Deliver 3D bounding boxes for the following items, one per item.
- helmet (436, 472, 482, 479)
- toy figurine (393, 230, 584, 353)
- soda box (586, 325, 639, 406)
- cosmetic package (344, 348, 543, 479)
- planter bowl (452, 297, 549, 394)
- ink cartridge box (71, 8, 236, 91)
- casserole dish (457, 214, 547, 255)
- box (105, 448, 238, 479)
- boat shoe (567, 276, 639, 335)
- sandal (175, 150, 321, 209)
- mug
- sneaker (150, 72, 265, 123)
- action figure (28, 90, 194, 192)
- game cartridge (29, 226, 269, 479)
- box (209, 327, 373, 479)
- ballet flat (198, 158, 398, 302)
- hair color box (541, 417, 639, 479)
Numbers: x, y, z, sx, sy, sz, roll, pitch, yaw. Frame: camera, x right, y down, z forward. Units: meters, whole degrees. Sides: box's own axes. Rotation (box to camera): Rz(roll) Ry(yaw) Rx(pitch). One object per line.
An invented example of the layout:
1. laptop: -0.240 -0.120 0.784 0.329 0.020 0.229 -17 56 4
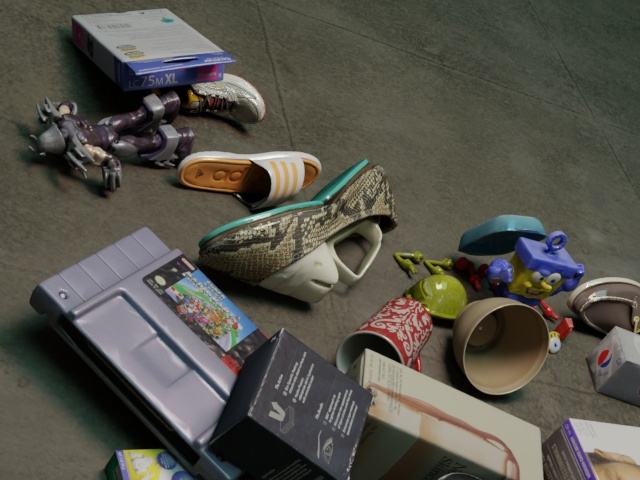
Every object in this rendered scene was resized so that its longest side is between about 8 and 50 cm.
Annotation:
1. helmet: 0.199 0.410 1.491 0.161 0.169 0.169 36 31 31
2. toy figurine: 0.341 0.042 2.001 0.362 0.217 0.191 15 39 -27
3. soda box: 0.645 0.261 2.095 0.286 0.098 0.091 20 37 -19
4. cosmetic package: 0.153 0.296 1.600 0.296 0.153 0.129 24 37 -12
5. planter bowl: 0.288 0.164 1.885 0.162 0.162 0.109 16 11 -25
6. ink cartridge box: -0.292 -0.326 1.937 0.185 0.065 0.311 -11 30 -28
7. casserole dish: 0.327 -0.010 2.034 0.114 0.188 0.037 5 74 -24
8. box: -0.170 0.314 1.405 0.179 0.043 0.105 7 43 -37
9. boat shoe: 0.620 0.159 2.185 0.324 0.117 0.097 18 34 -32
10. sandal: -0.115 -0.093 1.902 0.265 0.102 0.076 -1 49 -29
11. mug: 0.108 0.178 1.770 0.113 0.150 0.169 5 22 23
12. sneaker: -0.209 -0.258 2.037 0.225 0.088 0.093 19 40 -6
13. action figure: -0.339 -0.162 1.799 0.285 0.099 0.185 -13 63 -42
14. game cartridge: -0.185 0.145 1.491 0.355 0.068 0.230 44 42 9
15. box: -0.033 0.226 1.416 0.158 0.093 0.156 38 40 -14
16. ballet flat: 0.000 0.000 1.846 0.482 0.164 0.182 -28 88 -54
17. hair color box: 0.532 0.406 1.819 0.338 0.110 0.185 10 42 -29
